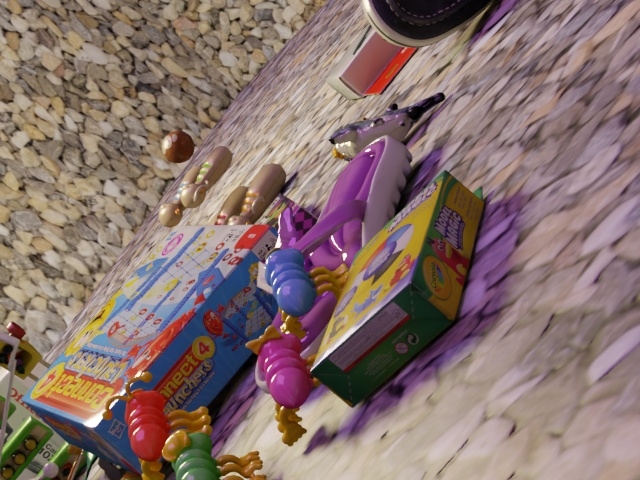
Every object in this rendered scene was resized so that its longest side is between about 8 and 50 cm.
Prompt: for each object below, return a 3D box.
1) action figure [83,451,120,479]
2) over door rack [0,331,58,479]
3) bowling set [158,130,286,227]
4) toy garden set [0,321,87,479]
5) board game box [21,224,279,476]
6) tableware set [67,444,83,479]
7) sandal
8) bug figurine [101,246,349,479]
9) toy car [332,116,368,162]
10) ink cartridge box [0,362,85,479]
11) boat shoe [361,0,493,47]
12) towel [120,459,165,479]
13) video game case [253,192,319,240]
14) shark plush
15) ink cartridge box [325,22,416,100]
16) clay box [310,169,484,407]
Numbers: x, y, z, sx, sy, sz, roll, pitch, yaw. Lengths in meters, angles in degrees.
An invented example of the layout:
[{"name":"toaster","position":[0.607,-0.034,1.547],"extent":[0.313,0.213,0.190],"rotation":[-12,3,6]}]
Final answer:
[{"name":"action figure","position":[-0.261,0.233,1.905],"extent":[0.137,0.063,0.232],"rotation":[-51,14,11]},{"name":"over door rack","position":[-0.420,0.309,1.891],"extent":[0.239,0.108,0.324],"rotation":[-80,-8,-71]},{"name":"bowling set","position":[-0.207,-0.066,2.393],"extent":[0.154,0.200,0.287],"rotation":[-59,9,-32]},{"name":"toy garden set","position":[-0.417,0.251,2.036],"extent":[0.204,0.244,0.049],"rotation":[-50,23,2]},{"name":"board game box","position":[-0.186,0.118,1.722],"extent":[0.302,0.086,0.308],"rotation":[-50,20,-18]},{"name":"tableware set","position":[-0.345,0.326,1.927],"extent":[0.104,0.024,0.154],"rotation":[-102,33,-78]},{"name":"sandal","position":[-0.009,0.010,1.491],"extent":[0.169,0.102,0.416],"rotation":[-46,12,30]},{"name":"bug figurine","position":[-0.079,0.128,1.280],"extent":[0.279,0.072,0.216],"rotation":[-46,30,9]},{"name":"toy car","position":[0.053,-0.127,1.884],"extent":[0.122,0.040,0.060],"rotation":[-155,83,-77]},{"name":"ink cartridge box","position":[-0.471,0.312,2.225],"extent":[0.237,0.172,0.100],"rotation":[-48,11,14]},{"name":"boat shoe","position":[0.239,-0.457,1.871],"extent":[0.500,0.187,0.156],"rotation":[-46,4,-6]},{"name":"towel","position":[-0.225,0.292,1.659],"extent":[0.237,0.021,0.102],"rotation":[-57,11,-30]},{"name":"video game case","position":[-0.100,0.043,1.941],"extent":[0.232,0.042,0.210],"rotation":[-51,11,0]},{"name":"shark plush","position":[0.076,-0.147,1.767],"extent":[0.161,0.073,0.067],"rotation":[-39,21,36]},{"name":"ink cartridge box","position":[0.130,-0.343,2.280],"extent":[0.275,0.060,0.239],"rotation":[-51,9,-3]},{"name":"clay box","position":[0.070,0.029,1.221],"extent":[0.127,0.053,0.222],"rotation":[-44,13,30]}]
